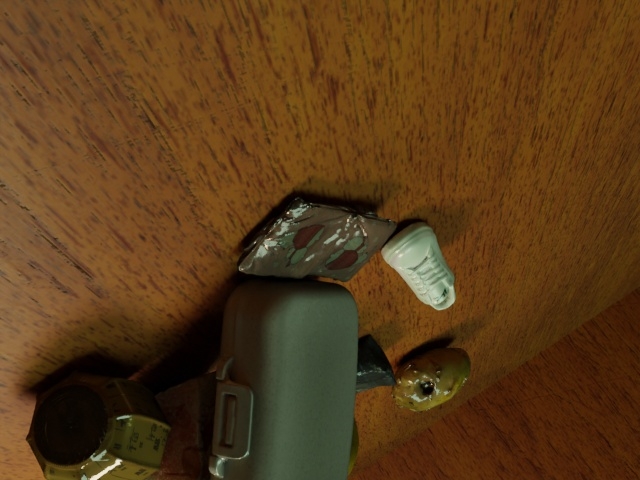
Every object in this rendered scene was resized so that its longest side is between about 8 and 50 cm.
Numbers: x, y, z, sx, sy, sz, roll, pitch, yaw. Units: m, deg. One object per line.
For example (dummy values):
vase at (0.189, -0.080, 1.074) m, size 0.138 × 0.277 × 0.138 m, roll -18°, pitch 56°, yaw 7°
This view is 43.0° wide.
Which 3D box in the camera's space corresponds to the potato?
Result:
potato at (0.296, 0.360, 2.132) m, size 0.173 × 0.140 × 0.300 m, roll -40°, pitch 159°, yaw 32°

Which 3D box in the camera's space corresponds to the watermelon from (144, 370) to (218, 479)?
watermelon at (-0.199, 0.274, 1.247) m, size 0.212 × 0.261 × 0.201 m, roll -10°, pitch 115°, yaw -53°

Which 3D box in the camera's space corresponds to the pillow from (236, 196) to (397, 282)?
pillow at (0.000, 0.000, 1.119) m, size 0.135 × 0.049 × 0.248 m, roll -46°, pitch 151°, yaw 24°

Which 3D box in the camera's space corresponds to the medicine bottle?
medicine bottle at (-0.046, 0.243, 1.178) m, size 0.122 × 0.375 × 0.282 m, roll 5°, pitch 180°, yaw 33°

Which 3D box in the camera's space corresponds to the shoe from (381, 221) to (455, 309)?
shoe at (0.184, 0.051, 1.397) m, size 0.095 × 0.110 × 0.265 m, roll -36°, pitch 160°, yaw 6°

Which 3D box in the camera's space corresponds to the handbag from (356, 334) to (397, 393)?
handbag at (0.069, 0.299, 1.790) m, size 0.175 × 0.089 × 0.270 m, roll -27°, pitch 158°, yaw 4°

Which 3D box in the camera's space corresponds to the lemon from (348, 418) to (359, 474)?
lemon at (-0.062, 0.385, 1.546) m, size 0.284 × 0.260 × 0.260 m, roll -26°, pitch 157°, yaw -35°

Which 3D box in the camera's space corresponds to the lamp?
lamp at (-0.295, 0.259, 1.097) m, size 0.161 × 0.161 × 0.185 m, roll -34°, pitch 156°, yaw 0°
